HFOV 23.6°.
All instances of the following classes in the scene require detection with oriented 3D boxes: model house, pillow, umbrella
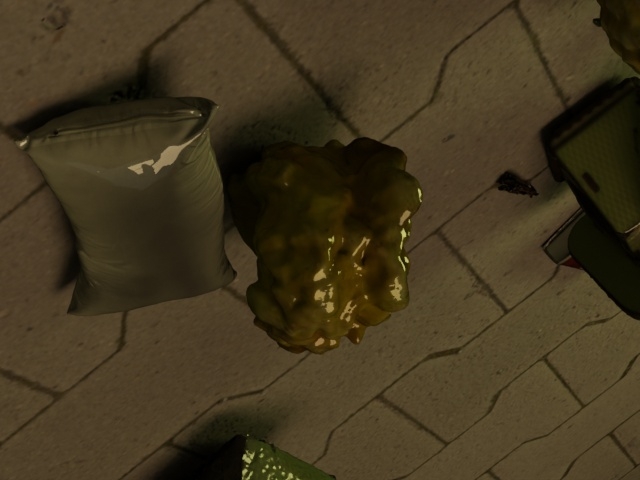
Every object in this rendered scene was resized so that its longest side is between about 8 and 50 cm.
[{"bbox_3d":[0.316,-0.098,1.541,0.218,0.205,0.278,-38,125,0],"label":"model house"},{"bbox_3d":[-0.142,-0.020,1.173,0.144,0.078,0.254,-19,151,-11],"label":"pillow"},{"bbox_3d":[0.208,-0.055,1.599,0.083,0.031,0.020,18,90,-61],"label":"umbrella"}]

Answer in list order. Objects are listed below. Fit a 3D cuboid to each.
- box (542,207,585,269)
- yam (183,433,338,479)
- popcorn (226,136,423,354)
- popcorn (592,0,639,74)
[{"bbox_3d":[0.349,-0.009,1.836,0.115,0.036,0.177,-46,153,20],"label":"box"},{"bbox_3d":[-0.105,0.345,1.688,0.202,0.201,0.271,26,121,-39],"label":"yam"},{"bbox_3d":[0.005,0.002,1.263,0.156,0.197,0.197,-5,145,-14],"label":"popcorn"},{"bbox_3d":[0.341,-0.230,1.281,0.237,0.206,0.251,-22,137,7],"label":"popcorn"}]
